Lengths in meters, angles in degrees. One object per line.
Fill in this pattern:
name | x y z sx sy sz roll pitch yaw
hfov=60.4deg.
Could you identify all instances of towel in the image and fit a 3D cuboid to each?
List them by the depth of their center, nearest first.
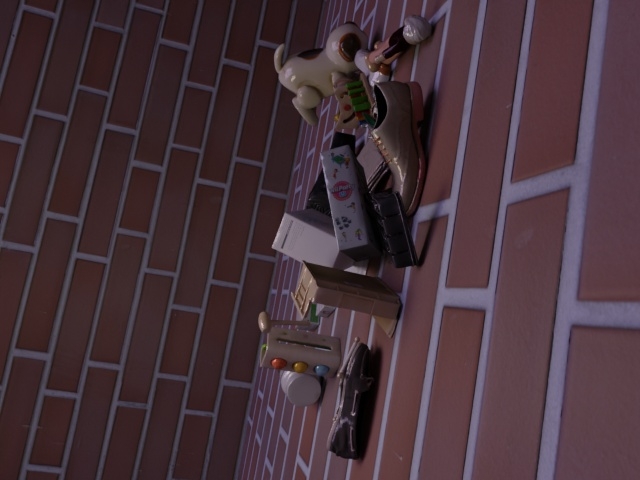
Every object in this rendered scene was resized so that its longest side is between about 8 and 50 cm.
towel | 0.170 -0.254 1.968 0.187 0.049 0.282 -54 20 23

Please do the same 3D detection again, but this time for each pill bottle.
pill bottle | -0.085 0.538 2.199 0.278 0.162 0.162 -132 54 -74

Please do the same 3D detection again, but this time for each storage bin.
storage bin | 0.071 0.169 1.610 0.260 0.263 0.123 -131 56 -75

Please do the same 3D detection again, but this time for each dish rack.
dish rack | 0.191 -0.043 1.541 0.271 0.074 0.208 -105 -1 -78

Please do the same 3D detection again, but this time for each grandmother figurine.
grandmother figurine | 0.269 -0.671 1.852 0.207 0.104 0.342 -59 17 -5

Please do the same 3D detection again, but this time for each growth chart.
growth chart | 0.083 0.419 1.671 0.172 0.021 0.237 -53 -26 -47

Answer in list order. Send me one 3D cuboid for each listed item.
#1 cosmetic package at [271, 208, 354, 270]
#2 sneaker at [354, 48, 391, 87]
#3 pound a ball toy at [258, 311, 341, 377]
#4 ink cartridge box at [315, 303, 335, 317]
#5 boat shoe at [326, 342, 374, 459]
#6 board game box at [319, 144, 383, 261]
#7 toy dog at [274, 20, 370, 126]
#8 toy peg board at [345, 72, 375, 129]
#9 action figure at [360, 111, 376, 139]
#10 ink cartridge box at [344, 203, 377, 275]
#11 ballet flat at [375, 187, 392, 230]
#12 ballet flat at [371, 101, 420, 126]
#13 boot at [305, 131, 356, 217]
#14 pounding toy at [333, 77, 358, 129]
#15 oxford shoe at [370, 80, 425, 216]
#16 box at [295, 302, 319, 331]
cosmetic package | 0.000 0.000 1.847 0.224 0.225 0.138 -17 -48 -66
sneaker | 0.218 -0.700 2.146 0.290 0.106 0.123 -109 34 -46
pound a ball toy | -0.085 0.387 1.964 0.135 0.320 0.208 -92 19 -46
ink cartridge box | 0.024 0.251 2.227 0.122 0.052 0.088 126 153 -59
boat shoe | 0.110 0.469 1.602 0.112 0.096 0.334 16 -90 -67
board game box | 0.097 -0.104 1.662 0.224 0.098 0.303 35 -136 -71
toy dog | 0.039 -0.784 2.439 0.408 0.395 0.284 -30 24 28
toy peg board | 0.148 -0.531 2.131 0.160 0.079 0.161 94 162 -68
action figure | 0.206 -0.339 1.848 0.063 0.137 0.232 -43 33 9
ink cartridge box | 0.132 -0.010 1.979 0.239 0.060 0.274 18 96 53
ballet flat | 0.184 -0.072 1.787 0.249 0.058 0.084 114 155 -42
ballet flat | 0.230 -0.407 1.784 0.316 0.106 0.107 -125 49 -73
boot | 0.022 -0.185 2.240 0.445 0.146 0.367 -75 7 -45
pounding toy | 0.120 -0.581 2.323 0.154 0.154 0.269 -92 18 -48
oxford shoe | 0.210 -0.265 1.588 0.140 0.147 0.396 157 113 -71
box | -0.055 0.333 2.420 0.102 0.087 0.101 121 157 -57
